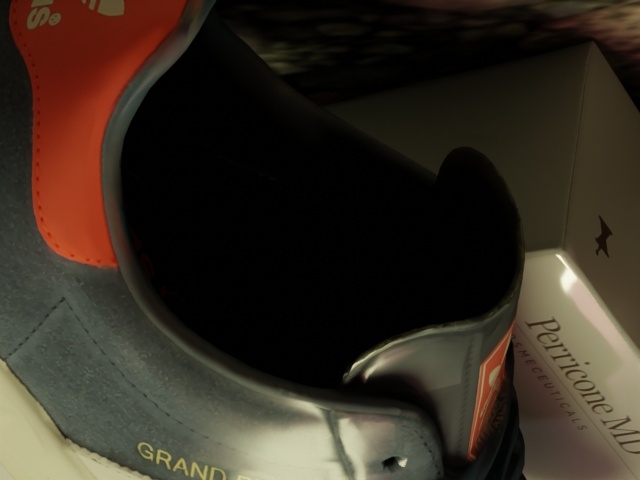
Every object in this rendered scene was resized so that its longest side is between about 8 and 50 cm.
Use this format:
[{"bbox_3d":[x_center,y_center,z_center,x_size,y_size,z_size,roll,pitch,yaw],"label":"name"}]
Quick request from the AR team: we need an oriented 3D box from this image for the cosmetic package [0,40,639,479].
[{"bbox_3d":[0.053,0.100,0.793,0.284,0.097,0.377,-9,140,31],"label":"cosmetic package"}]

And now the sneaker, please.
[{"bbox_3d":[0.019,0.062,0.562,0.148,0.131,0.350,-22,121,34],"label":"sneaker"}]
